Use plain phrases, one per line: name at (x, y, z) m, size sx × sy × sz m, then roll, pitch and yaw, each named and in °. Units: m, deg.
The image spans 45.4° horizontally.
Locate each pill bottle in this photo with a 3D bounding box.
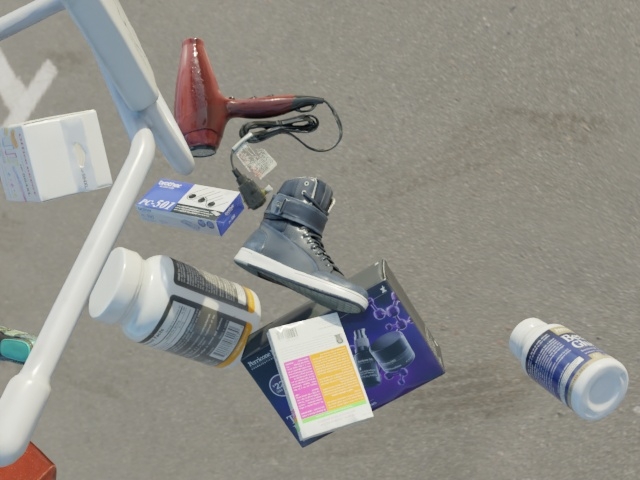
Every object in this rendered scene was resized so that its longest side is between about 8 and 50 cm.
pill bottle at (-0.259, 0.121, 1.377) m, size 0.162 × 0.278 × 0.162 m, roll -36°, pitch 42°, yaw 39°
pill bottle at (0.354, 0.179, 1.116) m, size 0.094 × 0.094 × 0.169 m, roll -64°, pitch 31°, yaw 8°

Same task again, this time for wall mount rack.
wall mount rack at (-0.160, -0.098, 0.325) m, size 0.130 × 0.350 × 0.304 m, roll -28°, pitch 51°, yaw -2°

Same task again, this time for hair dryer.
hair dryer at (-0.130, -0.206, 1.239) m, size 0.293 × 0.080 × 0.223 m, roll 46°, pitch 70°, yaw -2°

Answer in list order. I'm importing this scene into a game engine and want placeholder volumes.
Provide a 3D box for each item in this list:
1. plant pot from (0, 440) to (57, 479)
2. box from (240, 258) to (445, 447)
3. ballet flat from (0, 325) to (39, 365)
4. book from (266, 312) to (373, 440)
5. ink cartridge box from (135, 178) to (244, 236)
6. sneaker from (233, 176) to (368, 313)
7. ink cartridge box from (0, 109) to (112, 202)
plant pot at (-0.429, 0.313, 0.791) m, size 0.235 × 0.267 × 0.268 m, roll 15°, pitch 110°, yaw 10°
box at (0.035, 0.178, 1.202) m, size 0.261 × 0.103 × 0.184 m, roll -31°, pitch 101°, yaw 12°
ballet flat at (-0.567, 0.188, 1.390) m, size 0.188 × 0.070 × 0.070 m, roll 12°, pitch 89°, yaw 27°
book at (-0.002, 0.172, 0.979) m, size 0.035 × 0.096 × 0.144 m, roll 119°, pitch 136°, yaw -63°
ink cartridge box at (-0.271, -0.070, 1.583) m, size 0.207 × 0.046 × 0.097 m, roll 11°, pitch 45°, yaw 26°
sneaker at (-0.001, -0.001, 1.073) m, size 0.226 × 0.086 × 0.163 m, roll 22°, pitch 75°, yaw 34°
ink cartridge box at (-0.316, -0.099, 0.902) m, size 0.143 × 0.089 × 0.092 m, roll 5°, pitch 110°, yaw 51°
